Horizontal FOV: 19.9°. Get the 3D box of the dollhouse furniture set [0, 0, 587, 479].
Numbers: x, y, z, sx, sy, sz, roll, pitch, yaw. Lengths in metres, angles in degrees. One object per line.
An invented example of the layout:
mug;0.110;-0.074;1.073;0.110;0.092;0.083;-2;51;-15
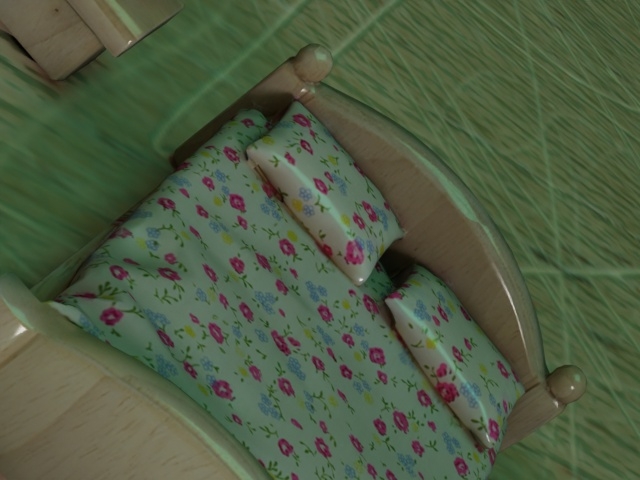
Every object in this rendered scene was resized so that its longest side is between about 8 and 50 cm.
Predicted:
dollhouse furniture set;0.000;0.000;0.402;0.355;0.174;0.303;51;25;-6
